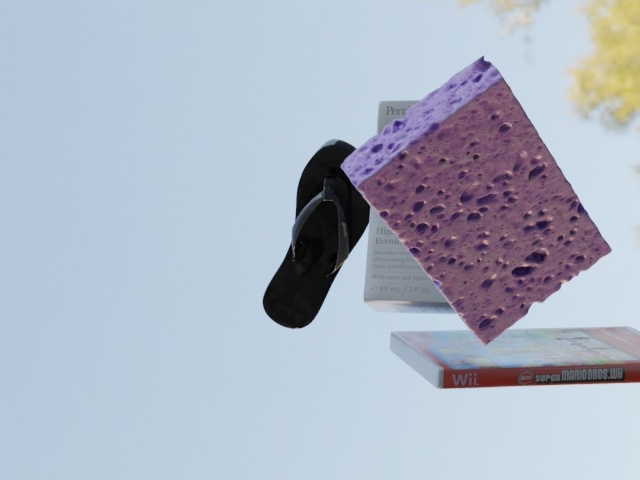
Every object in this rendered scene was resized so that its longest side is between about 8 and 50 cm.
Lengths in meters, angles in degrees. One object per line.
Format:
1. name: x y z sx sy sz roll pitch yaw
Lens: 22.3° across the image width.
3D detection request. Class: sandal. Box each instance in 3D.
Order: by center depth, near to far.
1. sandal: 0.001 0.001 1.970 0.054 0.097 0.254 -62 -9 -67

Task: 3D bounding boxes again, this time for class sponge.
1. sponge: 0.110 -0.021 1.092 0.117 0.031 0.210 -36 -44 5

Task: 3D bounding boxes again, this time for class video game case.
1. video game case: 0.236 0.123 1.736 0.204 0.285 0.025 -147 56 -76

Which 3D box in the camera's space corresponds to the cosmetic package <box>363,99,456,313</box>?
1. cosmetic package: 0.118 -0.037 1.786 0.085 0.117 0.231 38 -126 -71
